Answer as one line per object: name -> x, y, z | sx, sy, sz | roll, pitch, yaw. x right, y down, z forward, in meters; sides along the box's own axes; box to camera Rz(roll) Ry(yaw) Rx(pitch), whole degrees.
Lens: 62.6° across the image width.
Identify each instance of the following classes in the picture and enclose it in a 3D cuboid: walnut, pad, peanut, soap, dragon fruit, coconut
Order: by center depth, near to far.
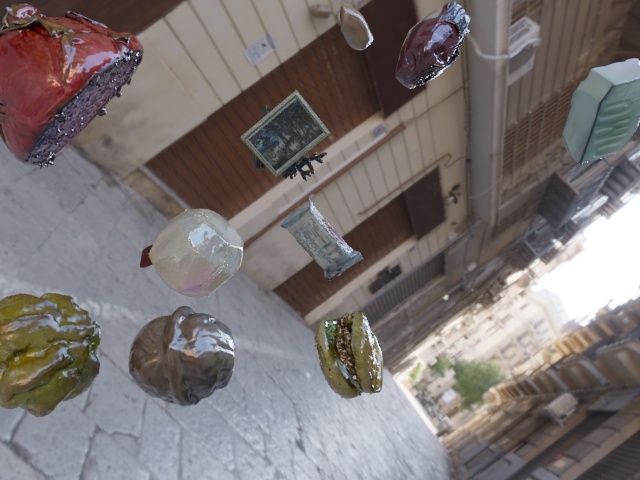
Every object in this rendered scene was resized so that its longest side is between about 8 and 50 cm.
dragon fruit -> -0.354, -0.218, 0.677 | 0.148, 0.218, 0.224 | 42, -16, -18
walnut -> -0.280, 0.237, 1.084 | 0.224, 0.224, 0.224 | 53, -2, 2
soap -> 0.677, -0.296, 1.250 | 0.230, 0.145, 0.091 | 77, -2, -46
coconut -> -0.331, 0.042, 1.374 | 0.227, 0.230, 0.227 | 45, 11, -12
peanut -> 0.093, -0.580, 1.432 | 0.152, 0.076, 0.076 | 37, 12, -51
pad -> -0.416, 0.006, 1.593 | 0.181, 0.267, 0.004 | -127, -163, -66

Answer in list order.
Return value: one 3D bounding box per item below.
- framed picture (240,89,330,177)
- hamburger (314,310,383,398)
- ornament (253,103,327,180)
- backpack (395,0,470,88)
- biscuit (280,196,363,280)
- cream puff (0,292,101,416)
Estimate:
framed picture -> -0.087, -0.262, 1.314 | 0.142, 0.183, 0.011 | 48, 10, -26
hamburger -> 0.052, 0.224, 1.029 | 0.185, 0.113, 0.177 | -49, 129, -70
ornament -> -0.082, -0.272, 1.501 | 0.236, 0.202, 0.080 | 27, 21, 37
backpack -> 0.415, -0.718, 1.999 | 0.197, 0.317, 0.283 | 34, -28, -12
biscuit -> -0.003, 0.003, 2.010 | 0.309, 0.186, 0.079 | 47, 30, -10
cream puff -> -0.523, 0.207, 0.995 | 0.244, 0.196, 0.244 | 29, 45, -33
